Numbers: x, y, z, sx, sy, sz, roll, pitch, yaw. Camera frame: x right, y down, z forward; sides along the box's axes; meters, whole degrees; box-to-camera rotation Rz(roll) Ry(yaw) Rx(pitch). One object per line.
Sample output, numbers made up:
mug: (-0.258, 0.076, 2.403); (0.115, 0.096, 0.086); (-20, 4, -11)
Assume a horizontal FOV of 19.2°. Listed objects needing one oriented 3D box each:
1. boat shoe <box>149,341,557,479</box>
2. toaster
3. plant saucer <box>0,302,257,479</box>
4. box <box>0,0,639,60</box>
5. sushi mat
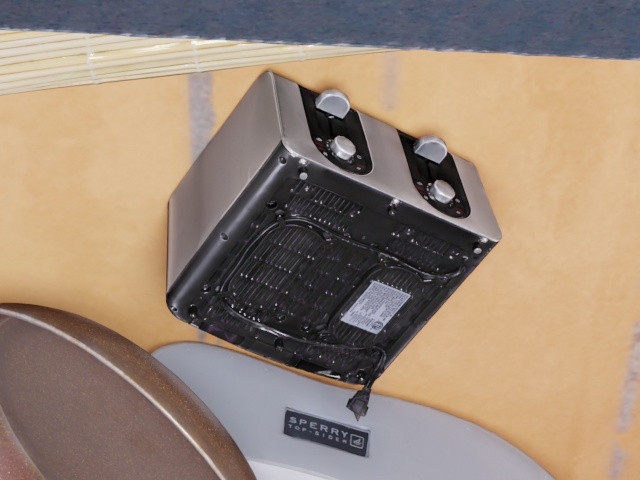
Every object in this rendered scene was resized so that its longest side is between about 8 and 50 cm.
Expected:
boat shoe: (0.013, 0.205, 1.396); (0.367, 0.136, 0.156); (19, 135, -13)
toaster: (0.000, 0.000, 1.227); (0.168, 0.110, 0.186); (22, 125, -23)
plant saucer: (-0.143, 0.157, 1.298); (0.310, 0.050, 0.310); (28, 142, 24)
box: (-0.021, -0.318, 0.694); (0.480, 0.472, 0.297); (2, 133, -9)
sushi mat: (-0.077, -0.159, 1.137); (0.316, 0.019, 0.151); (-7, 131, 0)
